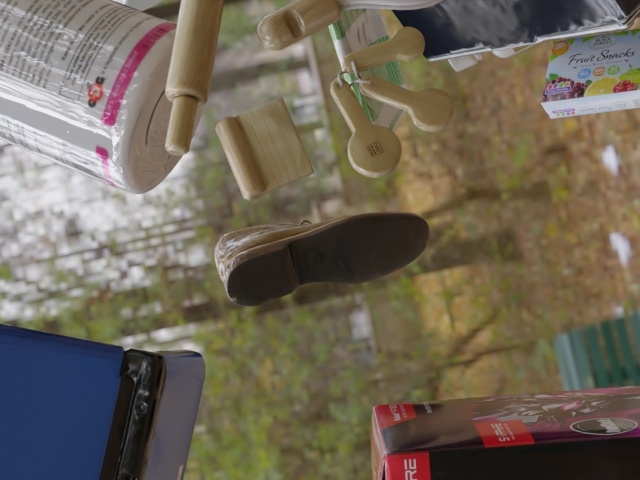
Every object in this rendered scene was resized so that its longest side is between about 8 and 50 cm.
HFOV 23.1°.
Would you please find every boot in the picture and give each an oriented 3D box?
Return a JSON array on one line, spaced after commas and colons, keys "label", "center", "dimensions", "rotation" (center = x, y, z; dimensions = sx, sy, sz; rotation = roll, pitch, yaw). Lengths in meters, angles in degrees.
[{"label": "boot", "center": [0.000, 0.000, 2.183], "dimensions": [0.115, 0.305, 0.112], "rotation": [-124, 26, -55]}]

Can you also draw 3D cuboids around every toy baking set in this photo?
[{"label": "toy baking set", "center": [-0.005, -0.142, 1.078], "dimensions": [0.030, 0.196, 0.256], "rotation": [92, -179, -69]}]

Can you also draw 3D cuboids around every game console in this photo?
[{"label": "game console", "center": [-0.240, 0.229, 1.439], "dimensions": [0.250, 0.173, 0.293], "rotation": [17, -94, -79]}]

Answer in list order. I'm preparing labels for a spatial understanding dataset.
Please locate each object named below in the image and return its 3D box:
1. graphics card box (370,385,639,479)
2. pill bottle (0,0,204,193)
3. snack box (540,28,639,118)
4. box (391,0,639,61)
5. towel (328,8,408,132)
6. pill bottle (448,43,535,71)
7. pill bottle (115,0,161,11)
[{"label": "graphics card box", "center": [0.231, 0.192, 1.370], "dimensions": [0.233, 0.371, 0.094], "rotation": [-85, -8, -86]}, {"label": "pill bottle", "center": [-0.260, -0.165, 1.460], "dimensions": [0.160, 0.283, 0.160], "rotation": [-59, -16, -29]}, {"label": "snack box", "center": [0.348, -0.206, 1.917], "dimensions": [0.037, 0.141, 0.100], "rotation": [51, -135, -43]}, {"label": "box", "center": [0.320, -0.495, 1.955], "dimensions": [0.297, 0.472, 0.480], "rotation": [53, 161, -16]}, {"label": "towel", "center": [0.056, -0.308, 2.238], "dimensions": [0.248, 0.038, 0.325], "rotation": [-60, -44, -66]}, {"label": "pill bottle", "center": [0.284, -0.346, 2.331], "dimensions": [0.131, 0.229, 0.131], "rotation": [58, -165, -26]}, {"label": "pill bottle", "center": [-0.308, -0.486, 2.052], "dimensions": [0.361, 0.204, 0.204], "rotation": [49, 178, 5]}]
